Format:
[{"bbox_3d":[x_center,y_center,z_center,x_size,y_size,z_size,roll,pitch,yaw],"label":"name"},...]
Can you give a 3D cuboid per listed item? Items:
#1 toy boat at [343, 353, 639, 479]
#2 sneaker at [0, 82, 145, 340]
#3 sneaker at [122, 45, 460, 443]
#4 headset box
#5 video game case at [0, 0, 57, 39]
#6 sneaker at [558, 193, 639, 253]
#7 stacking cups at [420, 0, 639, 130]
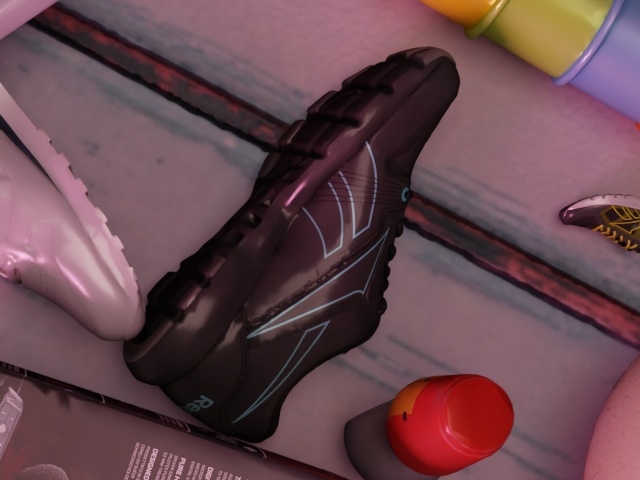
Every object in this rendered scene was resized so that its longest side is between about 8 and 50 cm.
[{"bbox_3d":[0.176,0.147,1.108,0.318,0.148,0.267,20,72,-14],"label":"toy boat"},{"bbox_3d":[-0.192,-0.023,1.075,0.095,0.090,0.235,-38,79,-19],"label":"sneaker"},{"bbox_3d":[0.000,0.000,1.120,0.106,0.101,0.267,43,81,-17],"label":"sneaker"},{"bbox_3d":[-0.107,0.204,1.036,0.293,0.110,0.218,21,84,-9],"label":"headset box"},{"bbox_3d":[-0.280,-0.157,1.066,0.227,0.026,0.206,-37,66,-15],"label":"video game case"},{"bbox_3d":[0.191,-0.010,1.183,0.083,0.031,0.035,0,82,-12],"label":"sneaker"},{"bbox_3d":[0.190,-0.116,1.180,0.316,0.096,0.096,31,76,-11],"label":"stacking cups"}]
